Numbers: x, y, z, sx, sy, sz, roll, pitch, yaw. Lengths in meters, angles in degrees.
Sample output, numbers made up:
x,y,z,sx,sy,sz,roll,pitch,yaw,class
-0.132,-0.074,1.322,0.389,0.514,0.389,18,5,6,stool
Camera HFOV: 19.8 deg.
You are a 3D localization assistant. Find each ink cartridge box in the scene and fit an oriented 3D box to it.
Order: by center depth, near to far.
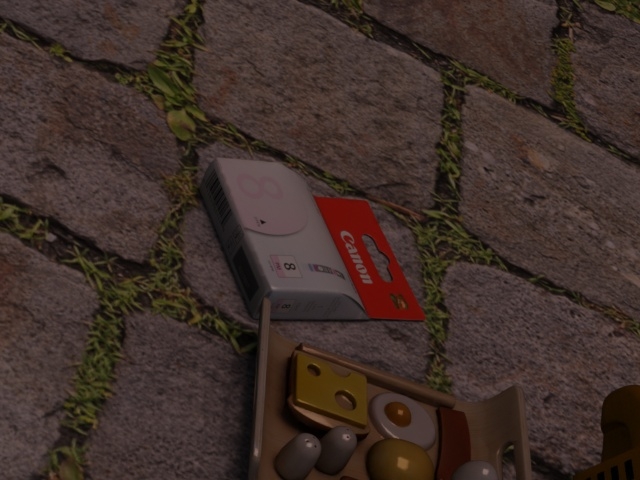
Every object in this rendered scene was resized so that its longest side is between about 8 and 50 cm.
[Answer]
x,y,z,sx,sy,sz,roll,pitch,yaw,class
0.000,0.000,2.000,0.232,0.066,0.189,0,49,-32,ink cartridge box

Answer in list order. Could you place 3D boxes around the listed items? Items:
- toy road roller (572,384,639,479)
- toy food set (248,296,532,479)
x,y,z,sx,sy,sz,roll,pitch,yaw,class
0.368,0.249,1.788,0.202,0.329,0.241,19,62,-18,toy road roller
0.070,0.184,1.820,0.306,0.092,0.220,21,40,-18,toy food set
